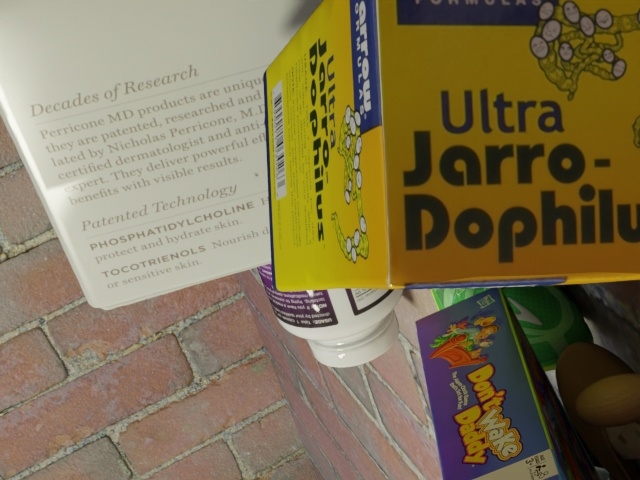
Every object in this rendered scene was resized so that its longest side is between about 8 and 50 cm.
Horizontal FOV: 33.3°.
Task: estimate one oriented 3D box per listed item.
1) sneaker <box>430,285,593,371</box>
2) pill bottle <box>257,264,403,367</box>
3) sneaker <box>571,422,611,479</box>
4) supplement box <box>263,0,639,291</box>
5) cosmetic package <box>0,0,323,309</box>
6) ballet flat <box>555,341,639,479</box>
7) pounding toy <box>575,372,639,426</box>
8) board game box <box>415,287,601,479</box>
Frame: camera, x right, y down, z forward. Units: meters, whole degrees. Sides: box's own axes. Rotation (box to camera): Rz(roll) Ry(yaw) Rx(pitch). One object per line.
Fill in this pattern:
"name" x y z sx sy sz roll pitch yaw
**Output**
"sneaker" 0.140 0.007 1.002 0.295 0.109 0.123 54 168 38
"pill bottle" 0.000 0.000 1.383 0.181 0.182 0.323 42 155 59
"sneaker" 0.250 0.210 1.105 0.170 0.051 0.089 39 156 49
"supplement box" 0.085 -0.063 0.758 0.356 0.194 0.195 166 102 -77
"cosmetic package" -0.145 -0.206 1.088 0.329 0.327 0.393 -107 3 -45
"ballet flat" 0.280 0.181 0.888 0.232 0.080 0.073 56 160 -9
"pounding toy" 0.316 0.191 0.760 0.269 0.155 0.154 54 138 1
"board game box" 0.192 0.238 0.846 0.347 0.078 0.233 59 -166 -27
